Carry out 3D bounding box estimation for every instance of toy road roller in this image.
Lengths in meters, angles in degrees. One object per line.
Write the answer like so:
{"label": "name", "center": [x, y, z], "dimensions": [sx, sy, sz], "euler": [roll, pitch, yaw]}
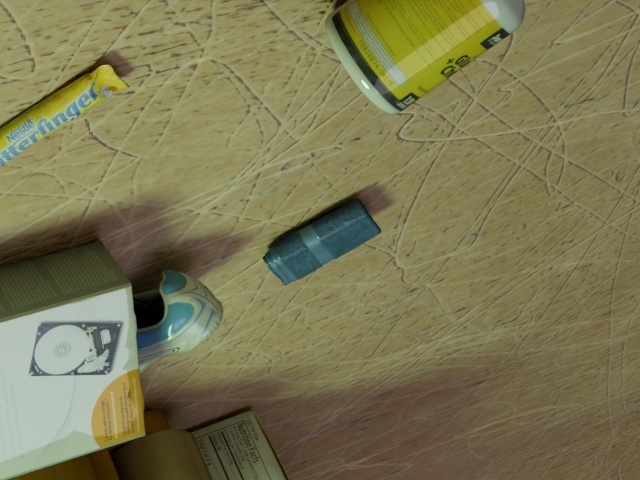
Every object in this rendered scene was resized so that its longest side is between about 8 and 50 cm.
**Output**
{"label": "toy road roller", "center": [-0.257, 0.281, 1.742], "dimensions": [0.329, 0.202, 0.241], "euler": [-13, 148, -23]}

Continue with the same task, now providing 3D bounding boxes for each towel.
{"label": "towel", "center": [0.000, 0.000, 1.673], "dimensions": [0.119, 0.029, 0.067], "euler": [-29, 153, 4]}

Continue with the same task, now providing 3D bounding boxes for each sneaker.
{"label": "sneaker", "center": [-0.199, 0.101, 1.635], "dimensions": [0.237, 0.085, 0.086], "euler": [-34, 113, 31]}

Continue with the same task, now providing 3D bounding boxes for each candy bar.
{"label": "candy bar", "center": [-0.229, -0.093, 1.316], "dimensions": [0.161, 0.018, 0.040], "euler": [-32, 153, 8]}

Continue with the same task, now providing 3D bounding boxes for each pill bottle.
{"label": "pill bottle", "center": [0.102, -0.194, 1.342], "dimensions": [0.184, 0.103, 0.103], "euler": [-35, 152, 15]}

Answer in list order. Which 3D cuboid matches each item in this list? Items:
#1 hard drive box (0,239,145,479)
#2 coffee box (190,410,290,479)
{"label": "hard drive box", "center": [-0.288, 0.122, 1.492], "dimensions": [0.232, 0.089, 0.181], "euler": [-16, 126, -21]}
{"label": "coffee box", "center": [-0.168, 0.470, 2.005], "dimensions": [0.334, 0.338, 0.338], "euler": [-20, 153, -15]}
